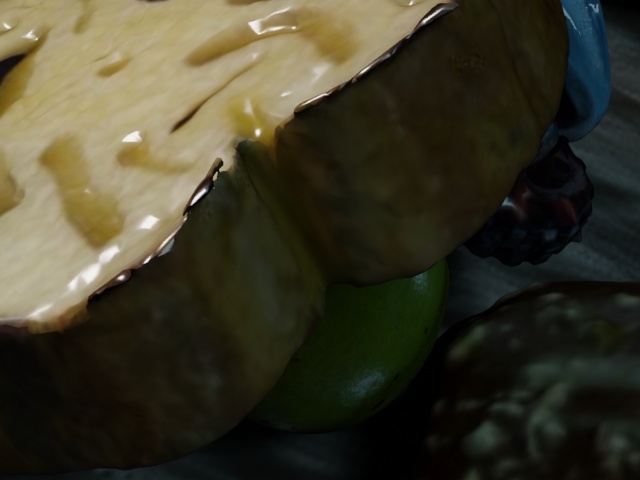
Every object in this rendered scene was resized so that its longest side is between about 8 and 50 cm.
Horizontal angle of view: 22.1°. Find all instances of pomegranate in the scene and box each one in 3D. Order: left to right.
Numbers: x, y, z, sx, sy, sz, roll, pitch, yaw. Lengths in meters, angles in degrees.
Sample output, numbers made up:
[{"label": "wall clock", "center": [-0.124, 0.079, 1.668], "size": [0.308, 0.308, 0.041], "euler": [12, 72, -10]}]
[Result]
[{"label": "pomegranate", "center": [0.000, 0.000, 0.887], "size": [0.180, 0.180, 0.210], "euler": [34, 93, -13]}]

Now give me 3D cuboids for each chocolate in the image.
[{"label": "chocolate", "center": [0.175, 0.161, 0.880], "size": [0.225, 0.210, 0.340], "euler": [46, 50, -30]}]

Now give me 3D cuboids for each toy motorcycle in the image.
[{"label": "toy motorcycle", "center": [0.029, -0.161, 1.036], "size": [0.416, 0.172, 0.232], "euler": [43, 42, 7]}]

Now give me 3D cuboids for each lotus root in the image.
[{"label": "lotus root", "center": [-0.081, -0.059, 0.804], "size": [0.111, 0.390, 0.375], "euler": [58, -1, -37]}]
